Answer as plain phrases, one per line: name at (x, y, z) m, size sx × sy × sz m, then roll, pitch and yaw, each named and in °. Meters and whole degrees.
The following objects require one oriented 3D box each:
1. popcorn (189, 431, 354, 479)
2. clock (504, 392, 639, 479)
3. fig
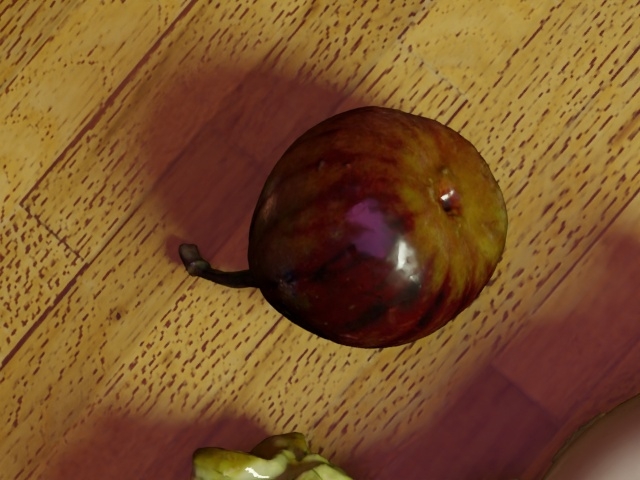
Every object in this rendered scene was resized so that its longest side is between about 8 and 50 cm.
popcorn at (-0.041, 0.189, 1.144) m, size 0.145 × 0.126 × 0.126 m, roll -34°, pitch 61°, yaw -12°
clock at (0.252, 0.233, 1.088) m, size 0.326 × 0.184 × 0.342 m, roll -42°, pitch 77°, yaw 7°
fig at (0.018, 0.006, 1.140) m, size 0.202 × 0.149 × 0.148 m, roll -38°, pitch 88°, yaw 7°
